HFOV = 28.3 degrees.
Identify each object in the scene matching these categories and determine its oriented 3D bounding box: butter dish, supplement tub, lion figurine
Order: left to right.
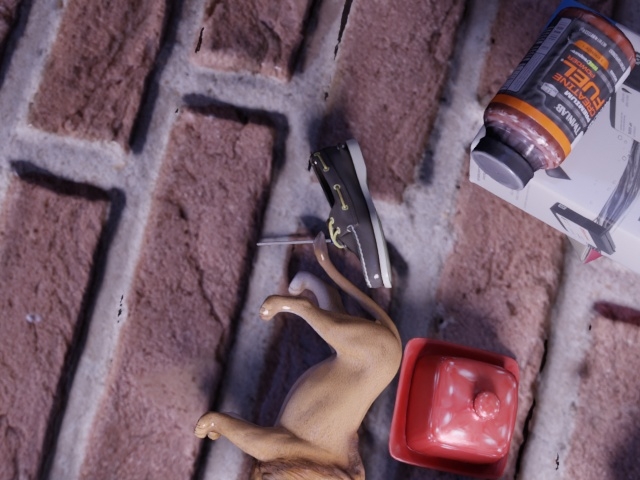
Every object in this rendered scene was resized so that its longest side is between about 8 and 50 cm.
[{"bbox_3d":[0.007,0.200,1.554,0.240,0.142,0.392,24,79,11],"label":"lion figurine"},{"bbox_3d":[0.181,0.202,1.539,0.160,0.118,0.159,14,77,-15],"label":"butter dish"},{"bbox_3d":[0.249,-0.150,1.384,0.106,0.106,0.198,35,82,11],"label":"supplement tub"}]

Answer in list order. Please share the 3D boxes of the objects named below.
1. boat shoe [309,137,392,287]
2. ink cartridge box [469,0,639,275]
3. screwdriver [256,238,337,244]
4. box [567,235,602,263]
[{"bbox_3d":[0.039,-0.029,1.623,0.069,0.081,0.227,-14,54,0],"label":"boat shoe"},{"bbox_3d":[0.360,-0.105,1.480,0.307,0.129,0.223,31,79,13],"label":"ink cartridge box"},{"bbox_3d":[0.000,0.000,1.664,0.170,0.025,0.024,-1,76,1],"label":"screwdriver"},{"bbox_3d":[0.409,-0.092,1.607,0.232,0.127,0.148,-24,75,-2],"label":"box"}]
